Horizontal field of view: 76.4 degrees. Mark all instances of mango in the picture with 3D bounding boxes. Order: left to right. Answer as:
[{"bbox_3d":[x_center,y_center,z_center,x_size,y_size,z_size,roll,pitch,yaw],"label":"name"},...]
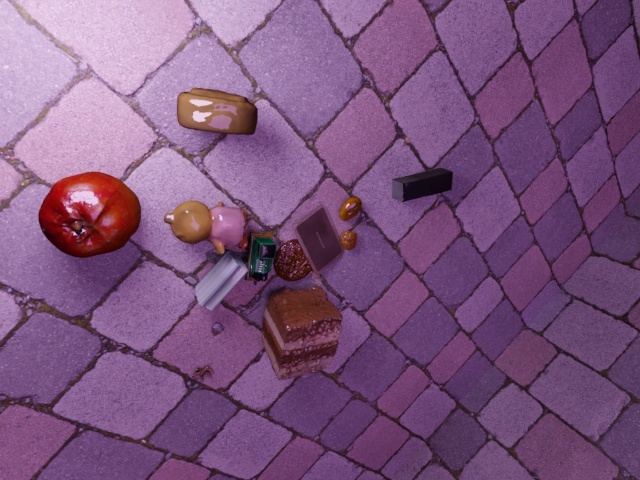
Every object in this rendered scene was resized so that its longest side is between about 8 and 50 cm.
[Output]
[{"bbox_3d":[0.122,-0.129,1.659,0.079,0.057,0.114,31,103,-39],"label":"mango"}]

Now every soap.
[{"bbox_3d":[-0.361,0.143,1.472,0.198,0.119,0.066,-47,126,2],"label":"soap"}]

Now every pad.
[{"bbox_3d":[0.000,0.000,1.661,0.176,0.002,0.266,-39,125,-20],"label":"pad"}]

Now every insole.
[{"bbox_3d":[-0.332,0.064,1.528,0.193,0.006,0.065,3,110,-30],"label":"insole"}]

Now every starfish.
[{"bbox_3d":[-0.475,0.540,1.652,0.078,0.028,0.091,-49,128,6],"label":"starfish"}]

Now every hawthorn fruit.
[{"bbox_3d":[-0.635,-0.058,1.131,0.253,0.300,0.254,-10,115,-21],"label":"hawthorn fruit"}]

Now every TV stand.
[{"bbox_3d":[0.442,-0.242,1.765,0.269,0.083,0.088,-16,119,-21],"label":"TV stand"}]

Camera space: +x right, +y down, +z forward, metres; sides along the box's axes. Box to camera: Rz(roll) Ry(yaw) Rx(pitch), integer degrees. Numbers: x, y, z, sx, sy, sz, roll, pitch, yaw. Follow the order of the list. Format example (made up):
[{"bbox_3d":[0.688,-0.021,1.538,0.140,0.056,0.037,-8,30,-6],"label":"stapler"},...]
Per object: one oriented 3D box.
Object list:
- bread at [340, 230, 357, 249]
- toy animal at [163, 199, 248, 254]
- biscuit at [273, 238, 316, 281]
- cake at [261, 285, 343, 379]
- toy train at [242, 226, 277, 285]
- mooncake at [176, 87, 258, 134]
[{"bbox_3d":[0.121,-0.002,1.718,0.081,0.046,0.083,22,95,-40],"label":"bread"},{"bbox_3d":[-0.376,-0.052,1.359,0.281,0.169,0.196,5,67,-25],"label":"toy animal"},{"bbox_3d":[-0.100,0.081,1.648,0.187,0.027,0.188,-11,116,-23],"label":"biscuit"},{"bbox_3d":[-0.079,0.369,1.636,0.255,0.282,0.291,-4,115,-24],"label":"cake"},{"bbox_3d":[-0.222,0.064,1.503,0.091,0.136,0.228,2,102,-32],"label":"toy train"},{"bbox_3d":[-0.311,-0.380,1.191,0.234,0.235,0.117,2,111,-29],"label":"mooncake"}]
